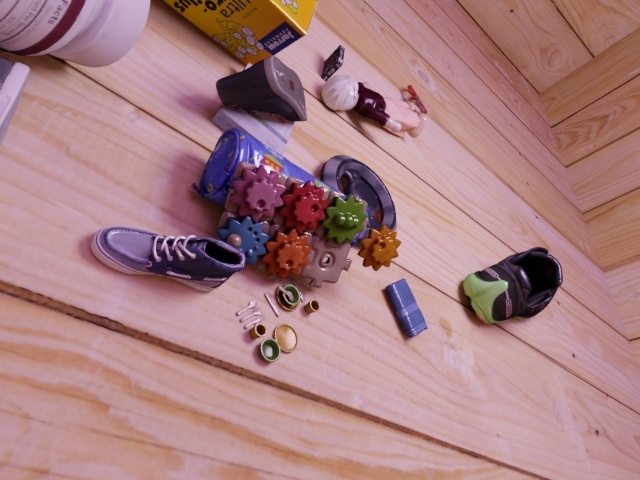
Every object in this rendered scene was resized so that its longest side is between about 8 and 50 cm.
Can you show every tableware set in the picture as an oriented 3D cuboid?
[{"bbox_3d":[-0.057,0.126,0.732,0.154,0.024,0.104,-26,84,-51],"label":"tableware set"}]

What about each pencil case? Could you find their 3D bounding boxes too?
[{"bbox_3d":[-0.058,-0.071,0.785,0.306,0.119,0.133,27,34,-31],"label":"pencil case"}]

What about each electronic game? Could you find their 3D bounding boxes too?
[{"bbox_3d":[0.089,-0.090,1.005,0.229,0.048,0.229,26,48,-33],"label":"electronic game"}]

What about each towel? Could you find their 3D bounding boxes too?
[{"bbox_3d":[0.180,0.143,0.956,0.067,0.029,0.119,-10,73,-48],"label":"towel"}]

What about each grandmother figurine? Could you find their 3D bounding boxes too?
[{"bbox_3d":[0.146,-0.357,1.213,0.342,0.104,0.208,5,34,-41],"label":"grandmother figurine"}]

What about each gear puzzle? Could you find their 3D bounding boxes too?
[{"bbox_3d":[0.000,0.000,0.742,0.339,0.175,0.044,14,13,-30],"label":"gear puzzle"}]

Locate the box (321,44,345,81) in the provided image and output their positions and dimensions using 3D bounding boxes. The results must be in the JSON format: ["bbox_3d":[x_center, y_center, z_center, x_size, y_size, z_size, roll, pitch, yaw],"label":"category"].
[{"bbox_3d":[0.033,-0.466,1.187,0.018,0.067,0.083,31,45,-26],"label":"box"}]

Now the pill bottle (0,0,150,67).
[{"bbox_3d":[-0.386,-0.338,0.478,0.224,0.224,0.392,62,18,6],"label":"pill bottle"}]

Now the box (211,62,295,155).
[{"bbox_3d":[-0.122,-0.256,0.911,0.145,0.038,0.186,37,42,-23],"label":"box"}]

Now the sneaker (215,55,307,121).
[{"bbox_3d":[-0.103,-0.277,0.859,0.222,0.118,0.083,15,66,-73],"label":"sneaker"}]

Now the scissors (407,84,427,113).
[{"bbox_3d":[0.297,-0.442,1.407,0.109,0.021,0.297,59,21,-5],"label":"scissors"}]

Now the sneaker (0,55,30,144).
[{"bbox_3d":[-0.425,-0.116,0.464,0.147,0.104,0.295,22,45,-32],"label":"sneaker"}]

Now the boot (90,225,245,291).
[{"bbox_3d":[-0.200,0.012,0.613,0.190,0.086,0.069,21,51,-36],"label":"boot"}]

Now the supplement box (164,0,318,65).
[{"bbox_3d":[-0.188,-0.535,0.849,0.357,0.194,0.195,29,67,-36],"label":"supplement box"}]

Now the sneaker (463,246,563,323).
[{"bbox_3d":[0.586,0.120,1.248,0.483,0.202,0.185,-9,72,-48],"label":"sneaker"}]
